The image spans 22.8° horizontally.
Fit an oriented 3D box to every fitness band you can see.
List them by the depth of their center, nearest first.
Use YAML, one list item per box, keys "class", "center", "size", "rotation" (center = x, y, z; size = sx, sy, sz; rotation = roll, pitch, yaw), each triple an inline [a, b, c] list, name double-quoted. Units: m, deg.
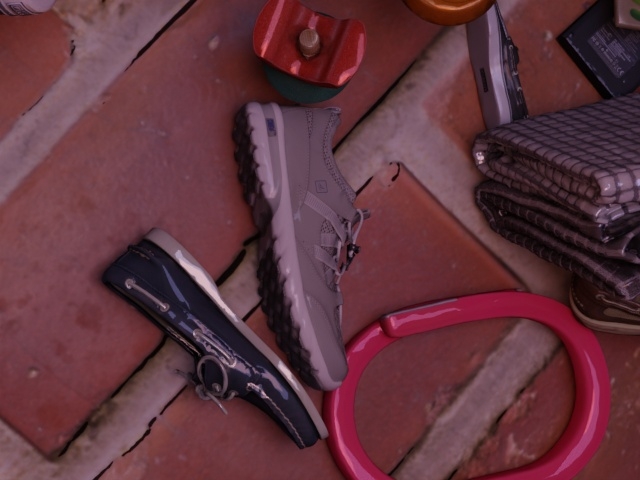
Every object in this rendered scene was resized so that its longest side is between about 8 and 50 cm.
- class: "fitness band"
  center: [0.144, 0.159, 1.551]
  size: [0.290, 0.054, 0.209]
  rotation: [-10, 91, -15]

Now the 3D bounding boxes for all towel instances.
- class: "towel"
  center: [0.303, -0.052, 1.488]
  size: [0.235, 0.283, 0.121]
  rotation: [-13, 108, -18]

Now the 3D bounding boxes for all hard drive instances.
- class: "hard drive"
  center: [0.322, -0.217, 1.644]
  size: [0.135, 0.022, 0.094]
  rotation: [-42, 97, -15]

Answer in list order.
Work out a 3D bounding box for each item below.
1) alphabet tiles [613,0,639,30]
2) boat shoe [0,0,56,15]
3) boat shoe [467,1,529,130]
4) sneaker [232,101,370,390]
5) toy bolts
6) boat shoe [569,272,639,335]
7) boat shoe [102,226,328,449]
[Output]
- class: "alphabet tiles"
  center: [0.433, -0.311, 1.655]
  size: [0.285, 0.011, 0.343]
  rotation: [6, 74, -17]
- class: "boat shoe"
  center: [-0.269, -0.337, 1.329]
  size: [0.102, 0.108, 0.301]
  rotation: [2, 88, 19]
- class: "boat shoe"
  center: [0.179, -0.178, 1.591]
  size: [0.040, 0.049, 0.142]
  rotation: [-11, 95, -22]
- class: "sneaker"
  center: [0.000, 0.000, 1.492]
  size: [0.115, 0.105, 0.281]
  rotation: [-9, 88, -16]
- class: "toy bolts"
  center: [0.042, -0.222, 1.486]
  size: [0.218, 0.158, 0.229]
  rotation: [27, 84, 2]
- class: "boat shoe"
  center: [0.367, 0.048, 1.503]
  size: [0.257, 0.095, 0.095]
  rotation: [-3, 64, 6]
- class: "boat shoe"
  center: [-0.096, 0.103, 1.462]
  size: [0.079, 0.095, 0.254]
  rotation: [-42, 96, -16]
